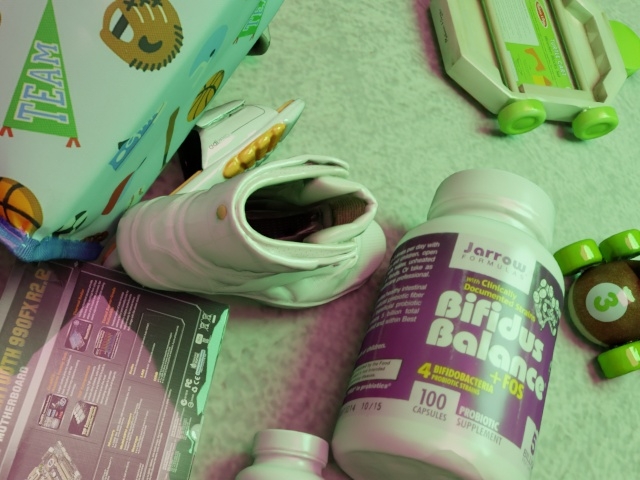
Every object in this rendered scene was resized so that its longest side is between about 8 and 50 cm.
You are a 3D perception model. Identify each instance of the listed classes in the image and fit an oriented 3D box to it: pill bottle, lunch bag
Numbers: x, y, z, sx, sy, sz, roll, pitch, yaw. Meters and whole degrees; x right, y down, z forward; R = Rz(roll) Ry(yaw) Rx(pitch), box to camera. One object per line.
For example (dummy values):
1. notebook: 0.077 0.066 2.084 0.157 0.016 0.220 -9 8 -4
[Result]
1. pill bottle: -0.035 0.235 0.598 0.086 0.086 0.152 17 61 -16
2. lunch bag: -0.251 -0.218 0.536 0.385 0.239 0.328 37 85 -1
3. pill bottle: 0.131 0.085 0.691 0.169 0.169 0.302 27 59 -10

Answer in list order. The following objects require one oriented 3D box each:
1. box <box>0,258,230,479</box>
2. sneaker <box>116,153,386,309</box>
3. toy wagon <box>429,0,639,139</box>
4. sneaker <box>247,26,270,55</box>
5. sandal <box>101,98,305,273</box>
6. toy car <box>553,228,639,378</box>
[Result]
1. box: -0.187 0.137 0.594 0.183 0.056 0.231 18 61 -15
2. sneaker: 0.000 0.000 0.630 0.292 0.169 0.108 0 80 -47
3. toy wagon: 0.313 -0.259 0.989 0.344 0.068 0.267 1 67 -24
4. sneaker: -0.161 -0.199 0.738 0.271 0.100 0.108 -30 86 -31
5. sandal: -0.116 -0.075 0.696 0.076 0.102 0.265 47 60 -1
6. toy car: 0.376 0.044 0.804 0.149 0.188 0.155 -10 71 -27
